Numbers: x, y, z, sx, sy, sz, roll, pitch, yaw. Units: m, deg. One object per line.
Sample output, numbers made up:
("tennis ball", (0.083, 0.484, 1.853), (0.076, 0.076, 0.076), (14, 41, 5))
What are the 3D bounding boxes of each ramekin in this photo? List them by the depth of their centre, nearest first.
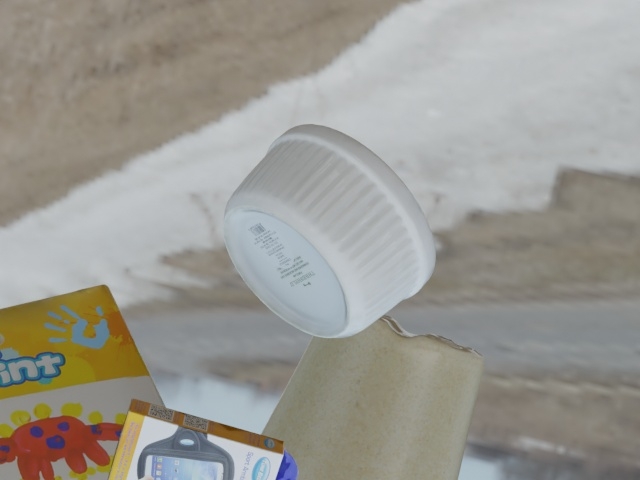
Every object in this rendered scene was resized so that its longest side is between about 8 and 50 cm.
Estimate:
("ramekin", (0.000, 0.000, 1.773), (0.207, 0.109, 0.207), (33, 149, 23))

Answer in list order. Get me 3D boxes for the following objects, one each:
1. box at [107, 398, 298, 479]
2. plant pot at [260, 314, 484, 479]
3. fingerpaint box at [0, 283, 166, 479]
("box", (-0.087, 0.176, 1.352), (0.136, 0.081, 0.028), (16, -162, -2))
("plant pot", (0.063, 0.254, 2.392), (0.334, 0.305, 0.334), (20, 180, 0))
("fingerpaint box", (-0.335, 0.263, 1.563), (0.445, 0.163, 0.371), (-14, -129, -23))
